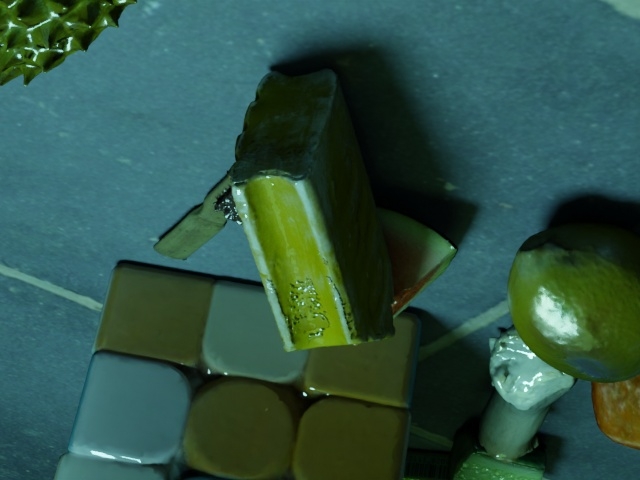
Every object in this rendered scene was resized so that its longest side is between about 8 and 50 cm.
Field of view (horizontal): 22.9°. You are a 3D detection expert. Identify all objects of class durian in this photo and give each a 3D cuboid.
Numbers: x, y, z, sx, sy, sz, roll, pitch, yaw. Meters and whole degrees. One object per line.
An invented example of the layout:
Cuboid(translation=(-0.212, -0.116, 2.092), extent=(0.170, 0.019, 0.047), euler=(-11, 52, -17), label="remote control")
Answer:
Cuboid(translation=(-0.232, -0.208, 1.173), extent=(0.306, 0.166, 0.172), euler=(-26, 105, 38), label="durian")

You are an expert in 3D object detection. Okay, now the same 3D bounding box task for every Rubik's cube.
Cuboid(translation=(-0.090, 0.270, 1.726), extent=(0.347, 0.344, 0.346), euler=(11, 150, 2), label="Rubik's cube")

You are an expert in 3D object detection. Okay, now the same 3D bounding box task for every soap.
Cuboid(translation=(0.000, 0.000, 1.349), extent=(0.080, 0.160, 0.257), euler=(-4, 131, 17), label="soap")

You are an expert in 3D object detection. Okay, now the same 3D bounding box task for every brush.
Cuboid(translation=(-0.098, -0.026, 1.523), extent=(0.043, 0.036, 0.248), euler=(27, 146, -19), label="brush")

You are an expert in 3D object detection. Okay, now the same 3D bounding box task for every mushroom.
Cuboid(translation=(0.220, 0.159, 1.686), extent=(0.099, 0.096, 0.278), euler=(10, 154, 3), label="mushroom")

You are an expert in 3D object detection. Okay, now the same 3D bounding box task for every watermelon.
Cuboid(translation=(0.044, 0.029, 1.525), extent=(0.193, 0.137, 0.145), euler=(4, -177, 14), label="watermelon")

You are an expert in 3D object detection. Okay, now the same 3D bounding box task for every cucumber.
Cuboid(translation=(0.218, 0.267, 1.902), extent=(0.115, 0.062, 0.116), euler=(12, 143, -6), label="cucumber")

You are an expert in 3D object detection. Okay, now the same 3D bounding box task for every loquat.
Cuboid(translation=(0.249, 0.053, 1.448), extent=(0.152, 0.152, 0.195), euler=(-20, 131, 41), label="loquat")

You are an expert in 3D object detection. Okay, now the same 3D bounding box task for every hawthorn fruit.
Cuboid(translation=(0.357, 0.150, 1.550), extent=(0.179, 0.173, 0.173), euler=(-10, 146, 11), label="hawthorn fruit")

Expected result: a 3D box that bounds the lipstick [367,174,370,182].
Cuboid(translation=(0.017, -0.077, 1.415), extent=(0.019, 0.019, 0.094), euler=(-8, 146, 29), label="lipstick")

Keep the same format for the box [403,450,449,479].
Cuboid(translation=(0.055, 0.323, 2.067), extent=(0.335, 0.047, 0.187), euler=(4, 150, 13), label="box")
